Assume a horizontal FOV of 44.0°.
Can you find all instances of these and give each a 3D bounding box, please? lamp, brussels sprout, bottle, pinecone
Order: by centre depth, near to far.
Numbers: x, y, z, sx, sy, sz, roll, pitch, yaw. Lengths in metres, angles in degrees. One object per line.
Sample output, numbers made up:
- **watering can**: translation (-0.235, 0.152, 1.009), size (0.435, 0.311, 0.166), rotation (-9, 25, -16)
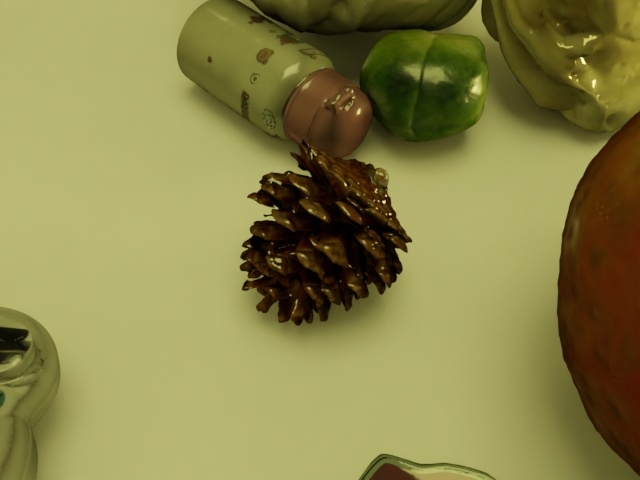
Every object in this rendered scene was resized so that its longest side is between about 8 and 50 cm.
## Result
- **lamp**: translation (-0.296, 0.160, 0.604), size (0.179, 0.108, 0.246), rotation (22, 52, 8)
- **pinecone**: translation (0.000, 0.000, 0.729), size (0.173, 0.173, 0.174), rotation (2, 52, -2)
- **bottle**: translation (-0.046, -0.176, 0.887), size (0.233, 0.110, 0.110), rotation (36, 58, 22)
- **brussels sprout**: translation (0.115, -0.173, 0.890), size (0.155, 0.117, 0.155), rotation (7, 24, -3)

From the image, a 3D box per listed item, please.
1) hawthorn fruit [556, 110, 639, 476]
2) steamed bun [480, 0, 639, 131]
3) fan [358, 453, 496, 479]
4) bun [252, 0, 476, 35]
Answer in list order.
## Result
- **hawthorn fruit**: translation (0.361, 0.053, 0.540), size (0.402, 0.403, 0.403), rotation (2, 52, -2)
- **steamed bun**: translation (0.350, -0.327, 0.905), size (0.324, 0.372, 0.230), rotation (-3, 34, -28)
- **fan**: translation (0.044, 0.231, 0.633), size (0.220, 0.009, 0.132), rotation (7, 51, 1)
- **bun**: translation (0.024, -0.351, 0.940), size (0.359, 0.211, 0.360), rotation (12, 18, -4)
